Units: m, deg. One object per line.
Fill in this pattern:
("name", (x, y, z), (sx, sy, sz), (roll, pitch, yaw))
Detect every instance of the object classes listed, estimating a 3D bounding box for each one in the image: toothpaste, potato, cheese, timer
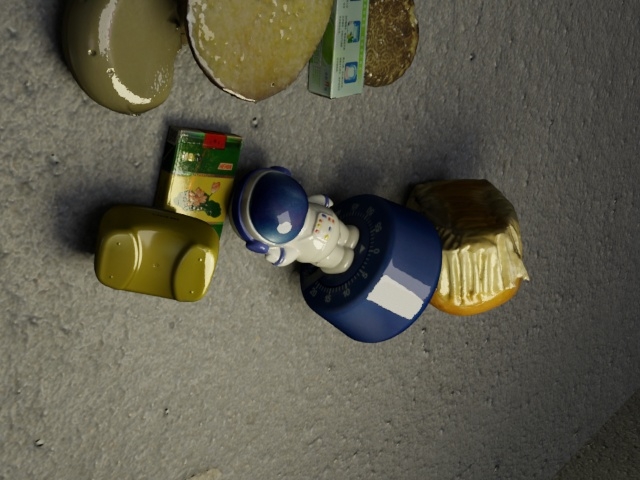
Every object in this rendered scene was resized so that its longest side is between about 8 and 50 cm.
("toothpaste", (0.037, -0.414, 1.411), (0.081, 0.067, 0.336), (-18, 121, -40))
("potato", (-0.105, -0.348, 1.163), (0.239, 0.116, 0.299), (24, 85, -47))
("cheese", (-0.267, -0.267, 1.141), (0.175, 0.091, 0.202), (-20, 124, -41))
("timer", (0.000, 0.000, 1.472), (0.384, 0.270, 0.270), (28, 87, -36))

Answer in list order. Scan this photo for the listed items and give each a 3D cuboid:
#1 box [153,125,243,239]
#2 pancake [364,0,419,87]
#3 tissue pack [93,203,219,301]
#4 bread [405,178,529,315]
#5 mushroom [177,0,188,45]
("box", (-0.206, -0.063, 1.350), (0.132, 0.034, 0.235), (0, 110, -46))
("pancake", (0.119, -0.378, 1.551), (0.199, 0.021, 0.199), (-23, 124, -39))
("tissue pack", (-0.245, 0.014, 1.251), (0.178, 0.127, 0.123), (12, 110, -14))
("bread", (0.278, 0.005, 1.679), (0.388, 0.236, 0.183), (-80, 165, -67))
("mushroom", (-0.137, -0.299, 1.270), (0.223, 0.092, 0.081), (30, 44, -53))
